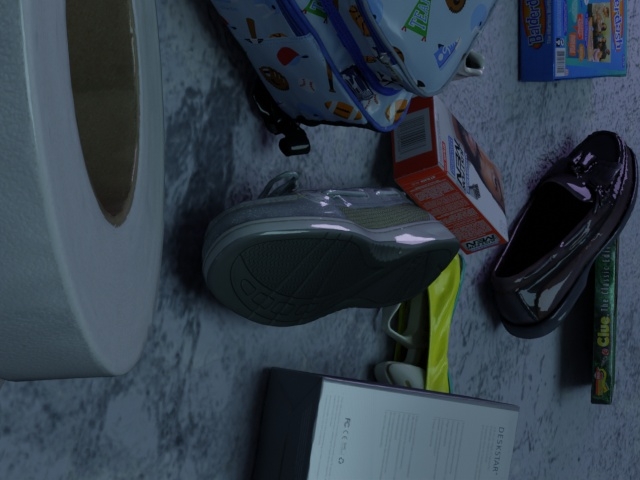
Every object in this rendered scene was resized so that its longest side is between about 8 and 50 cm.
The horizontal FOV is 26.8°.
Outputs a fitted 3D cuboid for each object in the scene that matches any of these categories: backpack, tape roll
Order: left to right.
[{"bbox_3d":[-0.158,-0.112,0.798,0.392,0.072,0.392,-3,90,-87],"label":"tape roll"},{"bbox_3d":[0.020,-0.245,1.098,0.263,0.213,0.276,45,61,-34],"label":"backpack"}]

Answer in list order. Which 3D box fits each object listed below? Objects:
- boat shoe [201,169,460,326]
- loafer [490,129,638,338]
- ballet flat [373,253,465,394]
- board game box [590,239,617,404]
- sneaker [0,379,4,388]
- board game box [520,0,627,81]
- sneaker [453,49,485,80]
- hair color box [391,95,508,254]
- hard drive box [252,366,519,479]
[{"bbox_3d":[0.002,-0.002,1.186,0.320,0.103,0.118,-4,138,-51],"label":"boat shoe"},{"bbox_3d":[0.285,-0.027,1.568,0.095,0.109,0.302,55,54,-37],"label":"loafer"},{"bbox_3d":[0.092,0.111,1.350,0.077,0.077,0.231,13,80,-33],"label":"ballet flat"},{"bbox_3d":[0.364,0.068,1.710,0.136,0.030,0.260,-19,110,-77],"label":"board game box"},{"bbox_3d":[-0.278,0.091,0.790,0.121,0.108,0.302,49,57,-50],"label":"sneaker"},{"bbox_3d":[0.306,-0.273,1.613,0.210,0.047,0.160,-11,102,-53],"label":"board game box"},{"bbox_3d":[0.116,-0.209,1.346,0.152,0.061,0.054,35,67,-49],"label":"sneaker"},{"bbox_3d":[0.132,-0.066,1.366,0.167,0.053,0.093,42,38,-49],"label":"hair color box"},{"bbox_3d":[0.057,0.221,1.223,0.232,0.089,0.181,13,84,-33],"label":"hard drive box"}]
